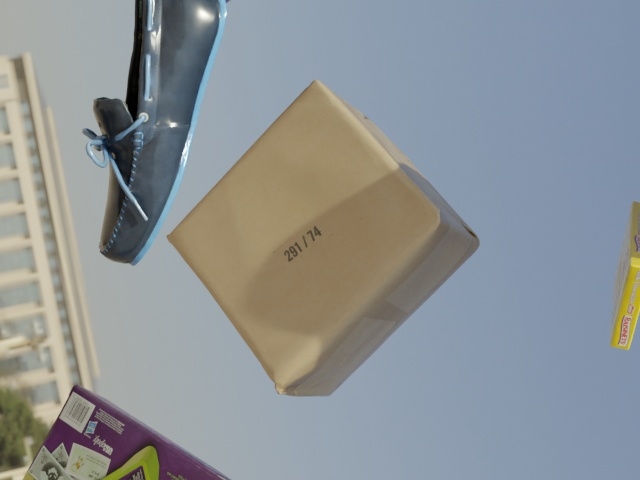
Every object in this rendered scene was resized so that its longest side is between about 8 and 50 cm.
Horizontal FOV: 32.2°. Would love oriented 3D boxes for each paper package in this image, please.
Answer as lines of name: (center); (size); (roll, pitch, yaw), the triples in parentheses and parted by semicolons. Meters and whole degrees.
paper package: (0.000, 0.000, 1.549); (0.309, 0.325, 0.168); (50, 12, 27)

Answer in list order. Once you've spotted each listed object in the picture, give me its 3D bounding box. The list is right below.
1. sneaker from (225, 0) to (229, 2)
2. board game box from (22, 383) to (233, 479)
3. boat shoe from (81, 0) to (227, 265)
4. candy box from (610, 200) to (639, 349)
sneaker: (-0.263, -0.497, 1.862); (0.293, 0.146, 0.102); (50, 19, -23)
board game box: (-0.129, 0.259, 0.811); (0.347, 0.208, 0.056); (20, -15, 45)
boat shoe: (-0.163, -0.110, 0.975); (0.109, 0.089, 0.258); (8, -96, 63)
candy box: (0.367, 0.037, 1.310); (0.206, 0.027, 0.105); (-54, 156, -62)
